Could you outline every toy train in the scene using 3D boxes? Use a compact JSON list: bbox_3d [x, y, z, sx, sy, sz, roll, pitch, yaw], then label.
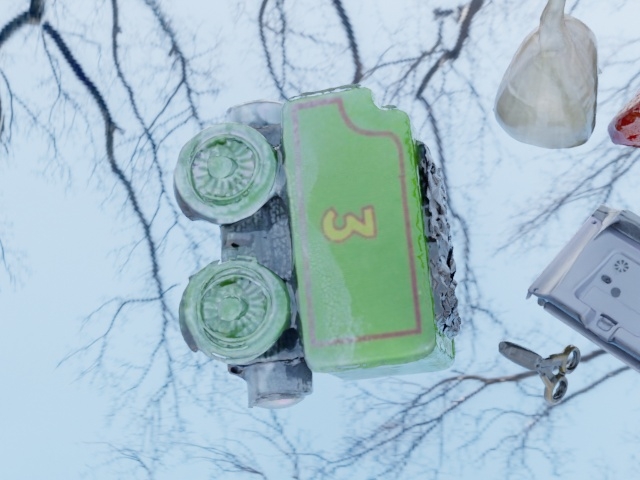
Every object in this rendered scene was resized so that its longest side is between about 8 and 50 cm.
[{"bbox_3d":[0.000,0.000,1.064,0.249,0.173,0.307,-9,-104,14],"label":"toy train"}]

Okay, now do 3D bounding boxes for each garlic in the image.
[{"bbox_3d":[0.203,-0.151,0.966,0.090,0.198,0.128,17,-98,21],"label":"garlic"}]

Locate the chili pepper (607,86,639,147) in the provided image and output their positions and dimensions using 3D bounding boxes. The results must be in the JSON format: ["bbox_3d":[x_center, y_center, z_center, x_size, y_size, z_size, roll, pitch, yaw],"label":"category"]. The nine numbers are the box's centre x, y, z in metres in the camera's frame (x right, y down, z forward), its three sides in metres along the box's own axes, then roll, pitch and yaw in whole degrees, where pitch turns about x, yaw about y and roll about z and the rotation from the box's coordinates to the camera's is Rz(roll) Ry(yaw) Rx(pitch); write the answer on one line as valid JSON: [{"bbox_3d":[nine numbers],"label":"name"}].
[{"bbox_3d":[0.396,-0.160,1.107,0.253,0.144,0.136,-29,-74,3],"label":"chili pepper"}]

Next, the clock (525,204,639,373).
[{"bbox_3d":[0.436,0.074,1.537,0.253,0.083,0.186,35,-109,26],"label":"clock"}]

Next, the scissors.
[{"bbox_3d":[0.288,0.163,1.484,0.220,0.017,0.088,26,-90,-51],"label":"scissors"}]
